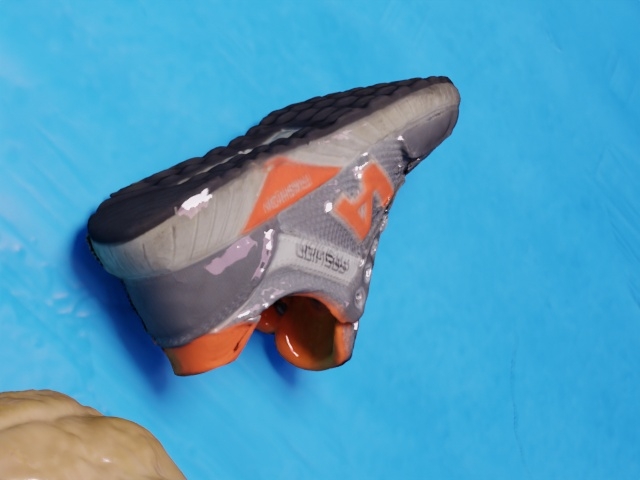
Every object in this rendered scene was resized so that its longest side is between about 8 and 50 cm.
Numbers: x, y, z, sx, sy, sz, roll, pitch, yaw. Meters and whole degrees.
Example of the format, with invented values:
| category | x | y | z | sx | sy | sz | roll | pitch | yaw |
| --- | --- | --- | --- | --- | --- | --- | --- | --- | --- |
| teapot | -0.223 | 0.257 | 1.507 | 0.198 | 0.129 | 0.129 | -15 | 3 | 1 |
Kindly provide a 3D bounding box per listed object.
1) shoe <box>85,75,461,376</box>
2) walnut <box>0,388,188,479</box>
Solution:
| category | x | y | z | sx | sy | sz | roll | pitch | yaw |
| --- | --- | --- | --- | --- | --- | --- | --- | --- | --- |
| shoe | 0.000 | 0.000 | 1.214 | 0.336 | 0.132 | 0.171 | -30 | 106 | -43 |
| walnut | -0.166 | 0.187 | 0.923 | 0.261 | 0.225 | 0.225 | 3 | 78 | -62 |
